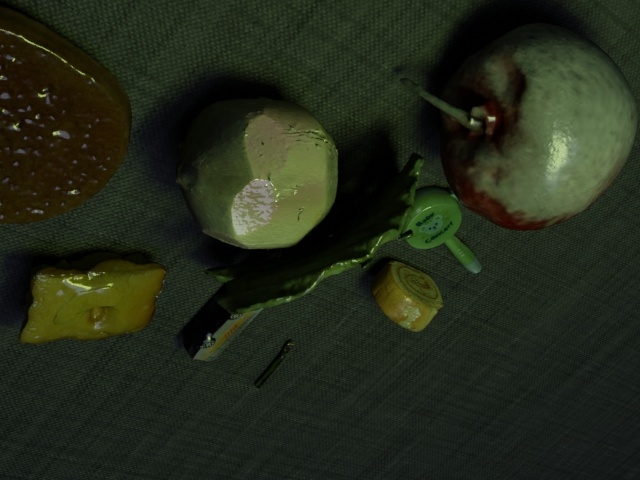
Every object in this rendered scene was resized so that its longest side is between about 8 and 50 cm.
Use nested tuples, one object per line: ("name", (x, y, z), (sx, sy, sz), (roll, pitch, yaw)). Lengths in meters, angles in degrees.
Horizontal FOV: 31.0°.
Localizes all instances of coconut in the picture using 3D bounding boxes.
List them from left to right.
("coconut", (-0.101, -0.102, 1.690), (0.230, 0.227, 0.227), (2, 132, -39))

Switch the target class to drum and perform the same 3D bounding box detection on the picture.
("drum", (0.238, -0.021, 2.070), (0.253, 0.049, 0.130), (22, 120, -41))

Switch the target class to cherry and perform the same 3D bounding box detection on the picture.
("cherry", (0.344, -0.188, 1.802), (0.335, 0.291, 0.326), (-30, 132, -25))

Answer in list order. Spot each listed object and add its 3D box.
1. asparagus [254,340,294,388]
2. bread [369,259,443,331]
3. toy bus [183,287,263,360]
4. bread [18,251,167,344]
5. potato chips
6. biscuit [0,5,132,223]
("asparagus", (-0.086, 0.235, 2.189), (0.018, 0.015, 0.127), (14, 124, -39))
("bread", (0.156, 0.105, 2.102), (0.149, 0.122, 0.073), (24, 121, -40))
("toy bus", (-0.168, 0.140, 2.022), (0.072, 0.057, 0.172), (19, 122, -46))
("bread", (-0.367, 0.087, 1.846), (0.233, 0.088, 0.161), (2, 136, -32))
("potato chips", (0.008, -0.003, 1.828), (0.389, 0.373, 0.097), (-30, 97, -3))
("biscuit", (-0.460, -0.158, 1.560), (0.350, 0.070, 0.394), (-37, 137, 14))
